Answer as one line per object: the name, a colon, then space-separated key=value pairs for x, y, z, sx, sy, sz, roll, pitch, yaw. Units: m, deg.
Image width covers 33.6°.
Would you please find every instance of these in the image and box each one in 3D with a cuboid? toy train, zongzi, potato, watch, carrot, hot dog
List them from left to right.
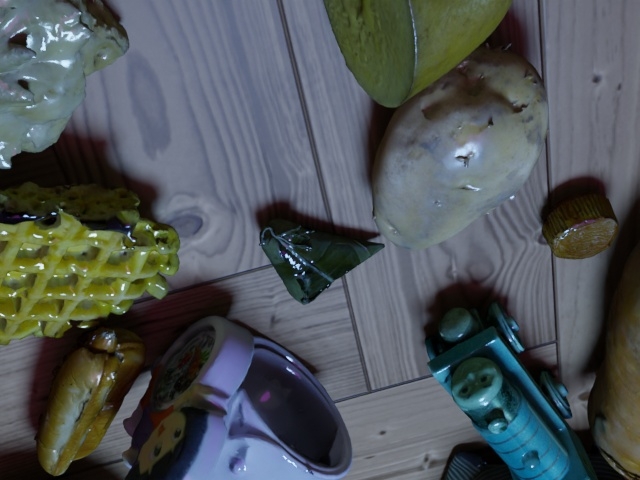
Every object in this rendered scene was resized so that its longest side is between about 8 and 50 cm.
hot dog: x=-0.268 y=0.172 z=1.198 sx=0.102 sy=0.076 sz=0.249 roll=-28 pitch=157 yaw=-46
watch: x=-0.089 y=0.232 z=1.185 sx=0.196 sy=0.244 sz=0.231 roll=-40 pitch=119 yaw=18
zongzi: x=0.000 y=0.000 z=1.146 sx=0.119 sy=0.055 sz=0.109 roll=-32 pitch=128 yaw=-2
potato: x=0.097 y=-0.231 z=0.918 sx=0.158 sy=0.178 sz=0.204 roll=-21 pitch=107 yaw=-16
potato: x=0.130 y=-0.085 z=1.056 sx=0.234 sy=0.128 sz=0.161 roll=-39 pitch=123 yaw=25
toy train: x=0.234 y=0.210 z=1.279 sx=0.120 sy=0.194 sz=0.298 roll=-31 pitch=128 yaw=13
carrot: x=0.444 y=0.120 z=1.245 sx=0.224 sy=0.224 sz=0.341 roll=-6 pitch=137 yaw=-9

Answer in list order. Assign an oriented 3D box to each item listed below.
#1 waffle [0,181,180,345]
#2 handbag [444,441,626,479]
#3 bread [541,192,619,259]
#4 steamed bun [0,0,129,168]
waffle: x=-0.294 y=0.024 z=1.035 sx=0.311 sy=0.060 sz=0.307 roll=-15 pitch=153 yaw=-6
handbag: x=0.311 y=0.414 z=1.447 sx=0.340 sy=0.247 sz=0.240 roll=-5 pitch=120 yaw=-8
bread: x=0.292 y=-0.019 z=1.199 sx=0.085 sy=0.053 sz=0.085 roll=-9 pitch=142 yaw=-7
steamed bun: x=-0.306 y=-0.167 z=0.878 sx=0.295 sy=0.137 sz=0.292 roll=8 pitch=125 yaw=-18
